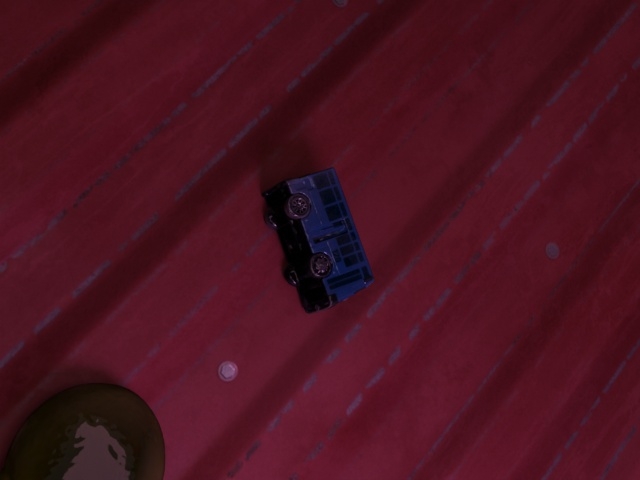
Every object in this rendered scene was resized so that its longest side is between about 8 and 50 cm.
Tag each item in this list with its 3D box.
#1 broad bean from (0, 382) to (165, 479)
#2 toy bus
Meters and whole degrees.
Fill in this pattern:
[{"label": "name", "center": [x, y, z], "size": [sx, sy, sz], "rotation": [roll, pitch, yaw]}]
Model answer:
[{"label": "broad bean", "center": [-0.366, 0.358, 1.564], "size": [0.238, 0.119, 0.291], "rotation": [38, 65, -5]}, {"label": "toy bus", "center": [0.000, 0.000, 1.794], "size": [0.134, 0.116, 0.234], "rotation": [-19, 89, -30]}]
